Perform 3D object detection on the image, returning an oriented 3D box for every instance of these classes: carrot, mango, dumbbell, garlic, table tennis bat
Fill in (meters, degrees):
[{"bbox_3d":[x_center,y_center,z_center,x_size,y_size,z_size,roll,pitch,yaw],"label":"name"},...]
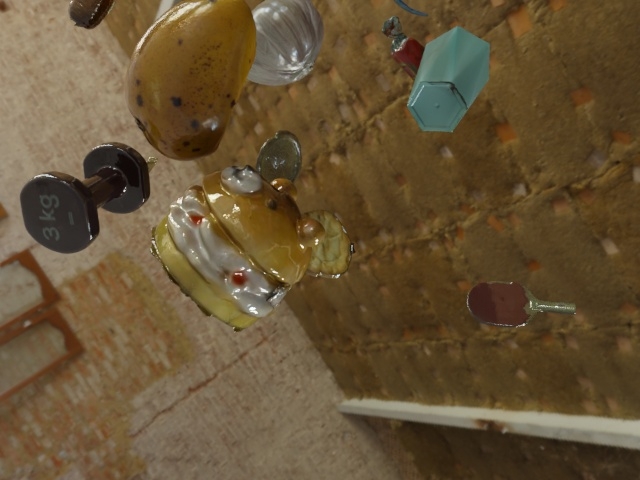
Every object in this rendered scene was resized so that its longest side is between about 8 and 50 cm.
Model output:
[{"bbox_3d":[-0.319,-0.441,0.963,0.059,0.248,0.059,38,5,-4],"label":"carrot"},{"bbox_3d":[-0.215,-0.279,1.011,0.191,0.290,0.160,26,12,-20],"label":"mango"},{"bbox_3d":[-0.400,-0.080,1.054,0.124,0.225,0.140,7,-66,11],"label":"dumbbell"},{"bbox_3d":[-0.126,-0.633,1.939,0.259,0.317,0.317,53,-26,0],"label":"garlic"},{"bbox_3d":[0.452,0.144,1.370,0.234,0.131,0.022,3,-44,13],"label":"table tennis bat"}]

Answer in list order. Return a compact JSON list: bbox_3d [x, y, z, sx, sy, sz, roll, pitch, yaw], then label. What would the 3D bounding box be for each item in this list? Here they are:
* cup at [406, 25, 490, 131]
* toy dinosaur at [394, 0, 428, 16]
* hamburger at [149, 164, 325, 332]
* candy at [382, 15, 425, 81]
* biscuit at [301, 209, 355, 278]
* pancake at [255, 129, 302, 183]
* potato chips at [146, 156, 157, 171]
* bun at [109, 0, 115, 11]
[{"bbox_3d":[0.252,-0.305,1.176,0.148,0.236,0.134,-27,-68,35],"label":"cup"},{"bbox_3d":[0.067,-0.537,1.201,0.329,0.144,0.076,54,-43,29],"label":"toy dinosaur"},{"bbox_3d":[-0.128,-0.004,1.046,0.276,0.237,0.276,48,7,-8],"label":"hamburger"},{"bbox_3d":[0.269,-0.481,1.649,0.292,0.086,0.059,42,-8,-19],"label":"candy"},{"bbox_3d":[-0.001,0.004,1.679,0.203,0.260,0.041,21,-48,-5],"label":"biscuit"},{"bbox_3d":[-0.114,-0.220,1.722,0.021,0.199,0.199,22,-41,32],"label":"pancake"},{"bbox_3d":[-0.435,-0.167,1.476,0.026,0.037,0.204,18,-16,-27],"label":"potato chips"},{"bbox_3d":[-0.531,-0.601,1.482,0.086,0.055,0.086,-11,90,-90],"label":"bun"}]
